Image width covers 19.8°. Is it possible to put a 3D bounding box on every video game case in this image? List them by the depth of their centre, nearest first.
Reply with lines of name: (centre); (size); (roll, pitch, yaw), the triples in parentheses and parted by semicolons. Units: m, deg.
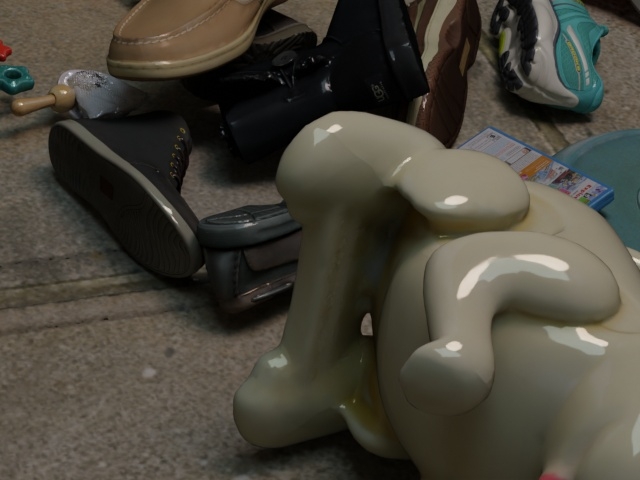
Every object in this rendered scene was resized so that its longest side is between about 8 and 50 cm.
video game case: (0.177, -0.046, 1.735); (0.119, 0.015, 0.166); (-34, 43, -25)

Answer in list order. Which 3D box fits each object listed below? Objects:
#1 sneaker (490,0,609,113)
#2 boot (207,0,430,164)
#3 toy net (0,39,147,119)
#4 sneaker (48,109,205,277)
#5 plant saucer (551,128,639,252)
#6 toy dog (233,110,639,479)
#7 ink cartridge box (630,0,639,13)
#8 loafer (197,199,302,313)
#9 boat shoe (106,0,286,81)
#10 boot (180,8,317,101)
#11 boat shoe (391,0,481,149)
sneaker: (0.251, -0.228, 1.980); (0.110, 0.107, 0.275); (22, 40, -15)
boot: (-0.011, -0.184, 1.799); (0.207, 0.094, 0.246); (-19, 36, 8)
toy net: (-0.286, -0.145, 1.792); (0.232, 0.045, 0.122); (6, 36, -7)
sneaker: (-0.142, -0.056, 1.672); (0.118, 0.083, 0.222); (-19, 47, -34)
plant saucer: (0.349, -0.018, 1.756); (0.318, 0.043, 0.317); (6, 38, -5)
toy dog: (0.179, 0.123, 1.349); (0.395, 0.284, 0.408); (6, 21, -38)
ink cartridge box: (0.406, -0.297, 2.117); (0.225, 0.056, 0.181); (19, 39, 20)
loafer: (0.000, 0.000, 1.647); (0.267, 0.084, 0.096); (-13, 13, -41)
boat shoe: (-0.107, -0.258, 1.785); (0.122, 0.110, 0.341); (7, 33, 24)
boot: (-0.130, -0.234, 1.908); (0.208, 0.076, 0.190); (41, 37, 27)
boat shoe: (0.097, -0.165, 1.871); (0.095, 0.095, 0.257); (-5, 35, 21)
